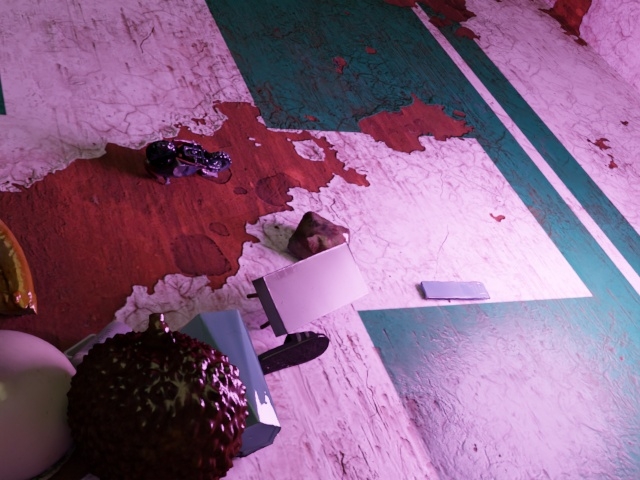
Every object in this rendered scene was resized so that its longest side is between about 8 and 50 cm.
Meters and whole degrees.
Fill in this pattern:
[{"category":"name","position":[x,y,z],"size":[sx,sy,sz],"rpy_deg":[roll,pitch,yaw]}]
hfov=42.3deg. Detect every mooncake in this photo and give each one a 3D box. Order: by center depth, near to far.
[{"category":"mooncake","position":[0.000,0.000,1.869],"size":[0.130,0.073,0.125],"rpy_deg":[23,40,3]}]

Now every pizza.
[{"category":"pizza","position":[-0.650,0.020,1.492],"size":[0.182,0.074,0.365],"rpy_deg":[-36,76,-26]}]

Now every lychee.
[{"category":"lychee","position":[-0.249,0.262,1.270],"size":[0.276,0.304,0.276],"rpy_deg":[-2,6,0]}]

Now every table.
[{"category":"table","position":[-0.036,0.103,1.681],"size":[0.240,0.111,0.121],"rpy_deg":[-21,88,-42]}]

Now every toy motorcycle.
[{"category":"toy motorcycle","position":[-0.314,-0.176,1.904],"size":[0.213,0.122,0.082],"rpy_deg":[8,63,-38]}]

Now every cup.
[{"category":"cup","position":[-0.164,0.255,1.455],"size":[0.134,0.148,0.235],"rpy_deg":[23,33,-46]},{"category":"cup","position":[-0.394,0.197,1.458],"size":[0.104,0.074,0.116],"rpy_deg":[5,31,17]}]

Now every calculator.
[{"category":"calculator","position":[0.313,0.116,1.928],"size":[0.172,0.018,0.057],"rpy_deg":[2,42,-24]}]

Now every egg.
[{"category":"egg","position":[-0.488,0.228,1.286],"size":[0.264,0.174,0.286],"rpy_deg":[23,35,-6]}]

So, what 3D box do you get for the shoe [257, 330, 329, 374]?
[{"category":"shoe","position":[-0.064,0.207,1.602],"size":[0.179,0.071,0.049],"rpy_deg":[-15,48,-33]}]
